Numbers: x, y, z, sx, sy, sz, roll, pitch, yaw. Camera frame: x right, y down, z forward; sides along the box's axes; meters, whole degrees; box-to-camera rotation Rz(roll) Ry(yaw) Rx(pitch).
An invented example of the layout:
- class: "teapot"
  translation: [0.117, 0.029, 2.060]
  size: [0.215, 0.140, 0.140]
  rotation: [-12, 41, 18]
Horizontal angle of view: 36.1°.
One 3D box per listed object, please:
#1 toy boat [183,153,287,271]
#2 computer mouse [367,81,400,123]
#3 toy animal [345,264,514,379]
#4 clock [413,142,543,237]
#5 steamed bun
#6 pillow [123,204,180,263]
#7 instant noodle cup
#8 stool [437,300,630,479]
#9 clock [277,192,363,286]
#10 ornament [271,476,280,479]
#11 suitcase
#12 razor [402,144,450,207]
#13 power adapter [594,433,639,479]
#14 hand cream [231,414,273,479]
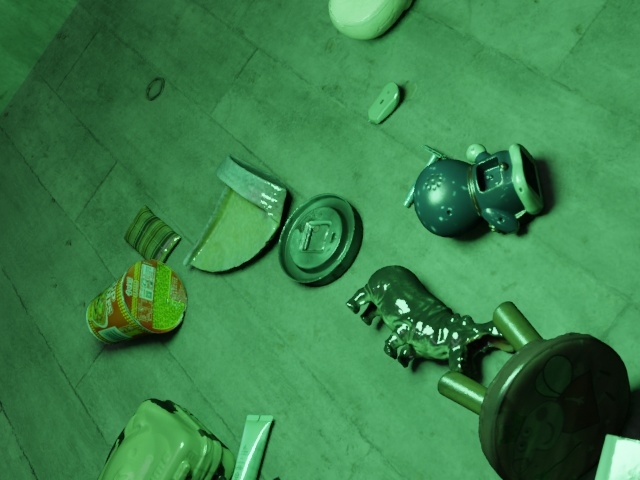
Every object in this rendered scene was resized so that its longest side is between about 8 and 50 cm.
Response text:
- class: "toy boat"
  translation: [-0.184, -0.054, 2.338]
  size: [0.276, 0.111, 0.293]
  rotation: [13, 90, 44]
- class: "computer mouse"
  translation: [0.147, -0.306, 2.218]
  size: [0.110, 0.032, 0.056]
  rotation: [-52, 43, 22]
- class: "toy animal"
  translation: [0.205, 0.170, 1.864]
  size: [0.343, 0.106, 0.168]
  rotation: [29, 81, 40]
- class: "clock"
  translation: [0.296, -0.098, 1.900]
  size: [0.243, 0.146, 0.199]
  rotation: [-16, 62, 26]
- class: "steamed bun"
  translation: [0.128, -0.570, 2.303]
  size: [0.177, 0.131, 0.228]
  rotation: [29, 87, 36]
- class: "pillow"
  translation: [-0.445, -0.008, 2.576]
  size: [0.203, 0.038, 0.113]
  rotation: [35, 93, 45]
- class: "instant noodle cup"
  translation: [-0.465, 0.167, 2.415]
  size: [0.212, 0.193, 0.193]
  rotation: [-26, 52, 41]
- class: "stool"
  translation: [0.346, 0.250, 1.598]
  size: [0.272, 0.272, 0.178]
  rotation: [-55, 31, 3]
- class: "clock"
  translation: [0.000, 0.000, 2.176]
  size: [0.215, 0.042, 0.215]
  rotation: [-20, 55, 33]
- class: "ornament"
  translation: [-0.132, 0.577, 1.972]
  size: [0.081, 0.088, 0.203]
  rotation: [47, 115, 21]
- class: "suitcase"
  translation: [-0.376, 0.522, 2.115]
  size: [0.351, 0.194, 0.339]
  rotation: [-60, 34, -1]
- class: "razor"
  translation: [0.212, -0.130, 2.065]
  size: [0.068, 0.040, 0.135]
  rotation: [37, 99, 46]
- class: "power adapter"
  translation: [0.489, 0.433, 1.454]
  size: [0.187, 0.124, 0.255]
  rotation: [7, 72, 44]
- class: "hand cream"
  translation: [-0.152, 0.465, 2.060]
  size: [0.078, 0.050, 0.205]
  rotation: [-8, 58, 43]
